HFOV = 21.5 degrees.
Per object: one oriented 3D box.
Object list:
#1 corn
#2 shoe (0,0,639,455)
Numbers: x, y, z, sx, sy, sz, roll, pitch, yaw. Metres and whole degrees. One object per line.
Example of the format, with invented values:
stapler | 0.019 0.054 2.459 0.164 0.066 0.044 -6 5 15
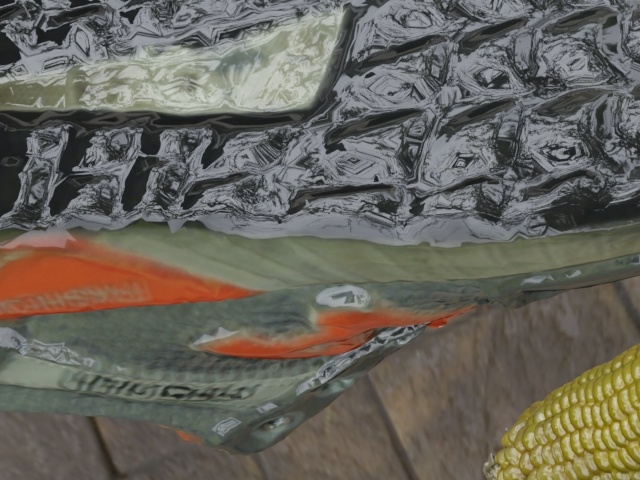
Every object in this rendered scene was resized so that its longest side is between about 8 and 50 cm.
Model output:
corn | 0.227 0.109 1.086 0.106 0.305 0.106 20 51 -27
shoe | 0.000 0.000 0.494 0.336 0.171 0.132 -6 52 2
